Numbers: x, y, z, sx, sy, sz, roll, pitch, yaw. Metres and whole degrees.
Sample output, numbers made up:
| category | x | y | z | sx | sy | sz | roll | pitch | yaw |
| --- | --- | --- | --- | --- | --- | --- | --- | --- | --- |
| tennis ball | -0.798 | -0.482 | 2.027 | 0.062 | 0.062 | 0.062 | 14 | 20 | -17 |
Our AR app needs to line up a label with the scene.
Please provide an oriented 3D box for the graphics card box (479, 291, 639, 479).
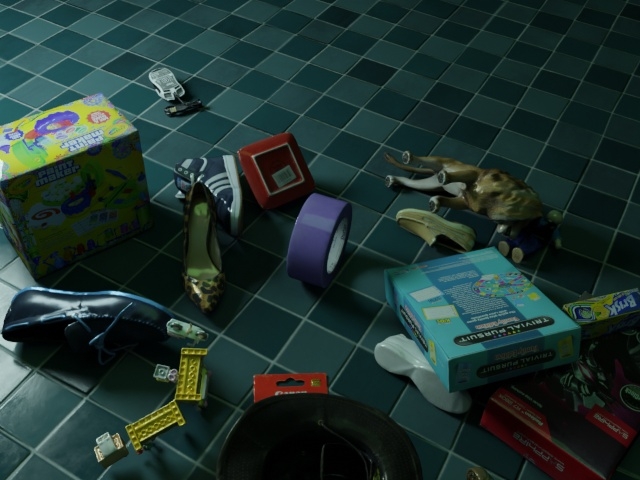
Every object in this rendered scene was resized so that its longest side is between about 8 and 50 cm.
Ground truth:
| category | x | y | z | sx | sy | sz | roll | pitch | yaw |
| --- | --- | --- | --- | --- | --- | --- | --- | --- | --- |
| graphics card box | 0.498 | 0.276 | 1.339 | 0.232 | 0.094 | 0.371 | 34 | 51 | 28 |

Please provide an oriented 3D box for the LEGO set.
| category | x | y | z | sx | sy | sz | roll | pitch | yaw |
| --- | --- | --- | --- | --- | --- | --- | --- | --- | --- |
| LEGO set | -0.271 | 0.291 | 1.278 | 0.132 | 0.107 | 0.287 | 22 | 67 | 13 |

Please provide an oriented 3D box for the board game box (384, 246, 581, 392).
| category | x | y | z | sx | sy | sz | roll | pitch | yaw |
| --- | --- | --- | --- | --- | --- | --- | --- | --- | --- |
| board game box | 0.298 | 0.140 | 1.394 | 0.253 | 0.079 | 0.336 | -12 | 28 | -10 |

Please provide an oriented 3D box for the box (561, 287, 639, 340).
| category | x | y | z | sx | sy | sz | roll | pitch | yaw |
| --- | --- | --- | --- | --- | --- | --- | --- | --- | --- |
| box | 0.542 | 0.143 | 1.369 | 0.168 | 0.059 | 0.054 | -11 | 46 | -15 |

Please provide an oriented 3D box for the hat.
| category | x | y | z | sx | sy | sz | roll | pitch | yaw |
| --- | --- | --- | --- | --- | --- | --- | --- | --- | --- |
| hat | -0.007 | 0.401 | 1.157 | 0.331 | 0.134 | 0.331 | 8 | 47 | -9 |

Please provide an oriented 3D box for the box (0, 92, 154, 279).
| category | x | y | z | sx | sy | sz | roll | pitch | yaw |
| --- | --- | --- | --- | --- | --- | --- | --- | --- | --- |
| box | -0.541 | -0.118 | 1.541 | 0.290 | 0.279 | 0.177 | -27 | 52 | -28 |

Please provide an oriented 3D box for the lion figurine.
| category | x | y | z | sx | sy | sz | roll | pitch | yaw |
| --- | --- | --- | --- | --- | --- | --- | --- | --- | --- |
| lion figurine | 0.329 | -0.137 | 1.696 | 0.240 | 0.142 | 0.392 | -2 | 28 | -24 |

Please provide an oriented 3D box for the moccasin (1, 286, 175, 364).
| category | x | y | z | sx | sy | sz | roll | pitch | yaw |
| --- | --- | --- | --- | --- | --- | --- | --- | --- | --- |
| moccasin | -0.445 | 0.174 | 1.378 | 0.342 | 0.138 | 0.117 | 0 | 47 | 17 |

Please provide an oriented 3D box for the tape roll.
| category | x | y | z | sx | sy | sz | roll | pitch | yaw |
| --- | --- | --- | --- | --- | --- | --- | --- | --- | --- |
| tape roll | 0.000 | 0.000 | 1.519 | 0.080 | 0.189 | 0.189 | 18 | 46 | 13 |

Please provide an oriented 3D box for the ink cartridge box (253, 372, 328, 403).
| category | x | y | z | sx | sy | sz | roll | pitch | yaw |
| --- | --- | --- | --- | --- | --- | --- | --- | --- | --- |
| ink cartridge box | -0.050 | 0.308 | 1.307 | 0.145 | 0.045 | 0.179 | -1 | 47 | -5 |

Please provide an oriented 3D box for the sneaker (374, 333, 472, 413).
| category | x | y | z | sx | sy | sz | roll | pitch | yaw |
| --- | --- | --- | --- | --- | --- | --- | --- | --- | --- |
| sneaker | 0.211 | 0.242 | 1.374 | 0.212 | 0.080 | 0.094 | 34 | 40 | 28 |

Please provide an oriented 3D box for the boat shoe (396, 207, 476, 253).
| category | x | y | z | sx | sy | sz | roll | pitch | yaw |
| --- | --- | --- | --- | --- | --- | --- | --- | --- | --- |
| boat shoe | 0.260 | -0.018 | 1.644 | 0.190 | 0.068 | 0.072 | 16 | 58 | 12 |

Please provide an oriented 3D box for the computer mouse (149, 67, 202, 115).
| category | x | y | z | sx | sy | sz | roll | pitch | yaw |
| --- | --- | --- | --- | --- | --- | --- | --- | --- | --- |
| computer mouse | -0.419 | -0.418 | 2.022 | 0.106 | 0.042 | 0.193 | -25 | 57 | -20 |

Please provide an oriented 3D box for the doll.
| category | x | y | z | sx | sy | sz | roll | pitch | yaw |
| --- | --- | --- | --- | --- | --- | --- | --- | --- | --- |
| doll | 0.500 | -0.013 | 1.662 | 0.189 | 0.046 | 0.129 | -33 | 46 | -30 |

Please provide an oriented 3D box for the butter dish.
| category | x | y | z | sx | sy | sz | roll | pitch | yaw |
| --- | --- | --- | --- | --- | --- | --- | --- | --- | --- |
| butter dish | -0.120 | -0.158 | 1.731 | 0.160 | 0.118 | 0.160 | -25 | 92 | -28 |

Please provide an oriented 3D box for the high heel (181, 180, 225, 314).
| category | x | y | z | sx | sy | sz | roll | pitch | yaw |
| --- | --- | --- | --- | --- | --- | --- | --- | --- | --- |
| high heel | -0.250 | 0.010 | 1.493 | 0.093 | 0.186 | 0.261 | -5 | 45 | -8 |

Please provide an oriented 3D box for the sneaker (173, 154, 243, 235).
| category | x | y | z | sx | sy | sz | roll | pitch | yaw |
| --- | --- | --- | --- | --- | --- | --- | --- | --- | --- |
| sneaker | -0.262 | -0.105 | 1.669 | 0.153 | 0.099 | 0.282 | -2 | 38 | -12 |

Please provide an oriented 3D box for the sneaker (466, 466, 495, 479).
| category | x | y | z | sx | sy | sz | roll | pitch | yaw |
| --- | --- | --- | --- | --- | --- | --- | --- | --- | --- |
| sneaker | 0.313 | 0.457 | 1.171 | 0.086 | 0.064 | 0.192 | -4 | 45 | -18 |
